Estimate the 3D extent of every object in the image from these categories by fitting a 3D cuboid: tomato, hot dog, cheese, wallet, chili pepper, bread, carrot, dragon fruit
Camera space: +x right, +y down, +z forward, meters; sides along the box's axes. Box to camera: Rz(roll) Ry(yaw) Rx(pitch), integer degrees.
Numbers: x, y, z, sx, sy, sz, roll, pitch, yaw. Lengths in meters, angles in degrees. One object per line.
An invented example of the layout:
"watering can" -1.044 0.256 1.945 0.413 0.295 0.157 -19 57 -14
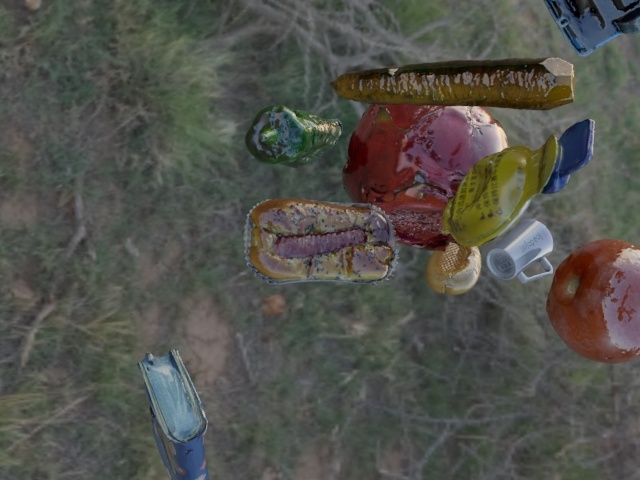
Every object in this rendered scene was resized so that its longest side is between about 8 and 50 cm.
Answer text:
"tomato" 0.488 0.105 1.595 0.184 0.208 0.208 22 65 -18
"hot dog" 0.000 0.000 1.139 0.191 0.059 0.108 2 75 -17
"cheese" 0.241 -0.069 1.189 0.064 0.250 0.157 32 53 -22
"wallet" -0.184 0.238 1.237 0.059 0.202 0.141 -20 57 -17
"chili pepper" -0.056 -0.181 1.692 0.270 0.136 0.099 -3 86 -74
"bread" 0.282 0.060 2.024 0.189 0.114 0.077 -54 140 -56
"carrot" 0.161 -0.195 1.212 0.066 0.314 0.066 1 90 -71
"dragon fruit" 0.189 -0.130 1.683 0.296 0.295 0.302 57 37 -28

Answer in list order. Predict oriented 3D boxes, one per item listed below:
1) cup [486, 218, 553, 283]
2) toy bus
"cup" 0.355 0.029 1.664 0.116 0.074 0.104 -33 85 -39
"toy bus" 0.281 -0.250 0.825 0.090 0.184 0.106 49 24 -29
